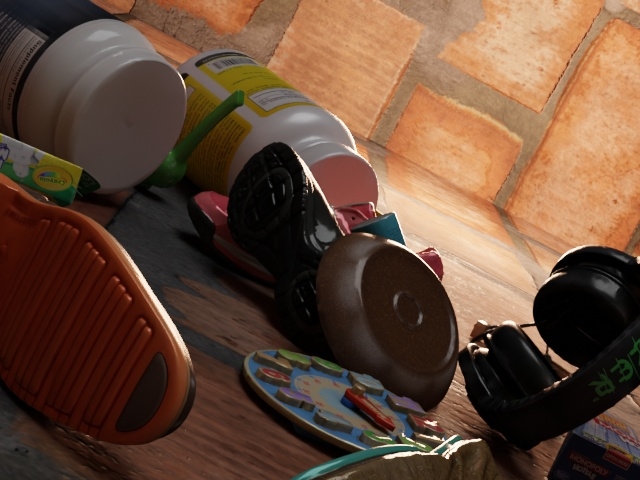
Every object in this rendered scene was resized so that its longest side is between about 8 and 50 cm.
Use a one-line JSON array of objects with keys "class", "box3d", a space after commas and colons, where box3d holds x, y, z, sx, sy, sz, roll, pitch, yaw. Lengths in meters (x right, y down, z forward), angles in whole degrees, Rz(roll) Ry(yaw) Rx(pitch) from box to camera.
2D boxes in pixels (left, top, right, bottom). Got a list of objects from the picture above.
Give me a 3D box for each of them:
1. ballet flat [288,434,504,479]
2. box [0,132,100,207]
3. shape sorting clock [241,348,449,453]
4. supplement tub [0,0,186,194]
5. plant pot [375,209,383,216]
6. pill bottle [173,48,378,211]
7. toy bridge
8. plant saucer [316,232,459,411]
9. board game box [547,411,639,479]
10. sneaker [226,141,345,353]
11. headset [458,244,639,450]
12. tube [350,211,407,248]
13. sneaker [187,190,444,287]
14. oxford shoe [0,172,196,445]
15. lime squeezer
[{"class": "ballet flat", "box3d": [0.067, 0.209, 1.056, 0.124, 0.116, 0.342, 52, 14, 17]}, {"class": "box", "box3d": [-0.308, -0.069, 1.457, 0.179, 0.043, 0.105, 21, -16, -24]}, {"class": "shape sorting clock", "box3d": [0.026, 0.148, 1.369, 0.206, 0.040, 0.206, 27, 10, -5]}, {"class": "supplement tub", "box3d": [-0.302, -0.188, 1.740, 0.272, 0.191, 0.191, 34, 12, 33]}, {"class": "plant pot", "box3d": [0.040, -0.010, 2.065, 0.081, 0.083, 0.081, 17, 16, -47]}, {"class": "pill bottle", "box3d": [-0.070, -0.113, 1.994, 0.188, 0.188, 0.334, 20, 14, -39]}, {"class": "toy bridge", "box3d": [0.286, 0.160, 2.036, 0.188, 0.026, 0.063, 31, 8, 18]}, {"class": "plant saucer", "box3d": [0.079, 0.077, 1.541, 0.198, 0.036, 0.199, 25, 51, -35]}, {"class": "board game box", "box3d": [0.332, 0.244, 1.644, 0.194, 0.060, 0.194, 27, 11, -3]}, {"class": "sneaker", "box3d": [-0.012, 0.018, 1.654, 0.130, 0.109, 0.286, 32, 30, -52]}, {"class": "headset", "box3d": [0.272, 0.134, 1.649, 0.185, 0.243, 0.394, 51, -12, -10]}, {"class": "tube", "box3d": [0.095, 0.073, 1.645, 0.080, 0.052, 0.207, -37, 105, -75]}, {"class": "sneaker", "box3d": [0.000, 0.000, 1.764, 0.314, 0.136, 0.116, 27, 10, -1]}, {"class": "oxford shoe", "box3d": [-0.178, 0.042, 1.129, 0.132, 0.130, 0.363, 27, 8, -44]}, {"class": "lime squeezer", "box3d": [-0.225, -0.118, 1.890, 0.310, 0.110, 0.059, -2, 8, 37]}]
